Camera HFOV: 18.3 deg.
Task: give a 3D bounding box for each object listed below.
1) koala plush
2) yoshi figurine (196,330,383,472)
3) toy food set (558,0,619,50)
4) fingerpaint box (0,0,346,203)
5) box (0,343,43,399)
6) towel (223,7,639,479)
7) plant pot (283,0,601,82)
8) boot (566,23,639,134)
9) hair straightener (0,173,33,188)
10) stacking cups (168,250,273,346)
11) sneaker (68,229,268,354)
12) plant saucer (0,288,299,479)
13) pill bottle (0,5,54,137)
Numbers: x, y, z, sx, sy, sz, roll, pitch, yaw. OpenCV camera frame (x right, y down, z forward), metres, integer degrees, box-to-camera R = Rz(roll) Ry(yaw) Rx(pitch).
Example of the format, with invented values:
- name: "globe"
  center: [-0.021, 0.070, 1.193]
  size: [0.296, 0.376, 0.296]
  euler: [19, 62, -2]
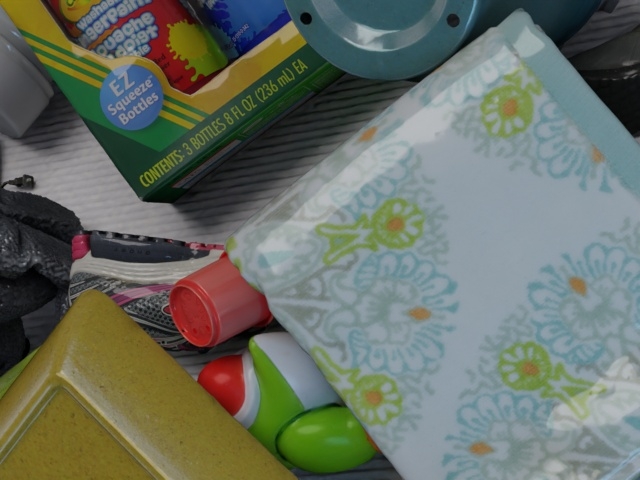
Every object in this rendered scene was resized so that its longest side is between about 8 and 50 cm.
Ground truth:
- name: "koala plush"
  center: [-0.352, 0.068, 2.020]
  size: [0.221, 0.203, 0.196]
  euler: [-57, 38, 14]
- name: "yoshi figurine"
  center: [-0.072, 0.188, 1.780]
  size: [0.362, 0.203, 0.203]
  euler: [-14, 91, 8]
- name: "toy food set"
  center: [0.279, -0.273, 1.899]
  size: [0.232, 0.104, 0.111]
  euler: [-59, 30, 22]
- name: "fingerpaint box"
  center: [-0.097, -0.313, 1.994]
  size: [0.445, 0.163, 0.371]
  euler: [-35, 86, 6]
- name: "box"
  center: [-0.238, 0.184, 1.914]
  size: [0.109, 0.042, 0.178]
  euler: [-38, 61, 4]
- name: "towel"
  center: [0.155, 0.050, 1.609]
  size: [0.320, 0.090, 0.374]
  euler: [-38, 86, 4]
- name: "plant pot"
  center: [0.097, -0.254, 1.723]
  size: [0.272, 0.271, 0.255]
  euler: [-12, 12, 27]
- name: "boot"
  center: [0.302, -0.181, 1.842]
  size: [0.246, 0.083, 0.161]
  euler: [-9, 42, 29]
- name: "hair straightener"
  center: [-0.361, -0.048, 2.194]
  size: [0.089, 0.047, 0.230]
  euler: [-29, 47, 13]
- name: "stacking cups"
  center: [0.000, 0.000, 1.763]
  size: [0.316, 0.096, 0.096]
  euler: [-23, 33, -37]
- name: "sneaker"
  center: [-0.098, 0.058, 1.897]
  size: [0.299, 0.121, 0.112]
  euler: [6, 89, 21]
- name: "plant saucer"
  center: [-0.193, 0.267, 1.669]
  size: [0.333, 0.081, 0.333]
  euler: [42, 104, 16]
- name: "pill bottle"
  center: [-0.293, -0.323, 2.227]
  size: [0.224, 0.224, 0.392]
  euler: [27, 76, 43]
